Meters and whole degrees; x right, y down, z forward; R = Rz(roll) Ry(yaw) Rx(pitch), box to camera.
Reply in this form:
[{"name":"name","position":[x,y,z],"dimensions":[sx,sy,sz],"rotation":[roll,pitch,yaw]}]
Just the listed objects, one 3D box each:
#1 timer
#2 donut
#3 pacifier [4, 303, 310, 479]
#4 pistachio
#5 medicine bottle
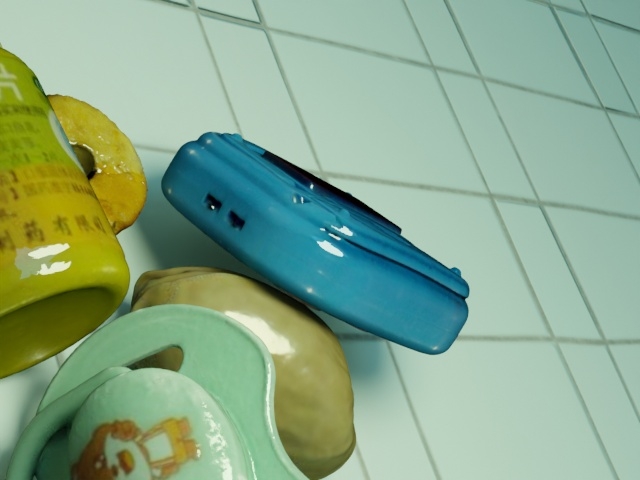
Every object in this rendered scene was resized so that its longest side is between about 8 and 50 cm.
[{"name":"timer","position":[0.000,0.000,1.476],"dimensions":[0.340,0.115,0.309],"rotation":[25,7,-47]},{"name":"donut","position":[-0.273,-0.066,1.404],"dimensions":[0.174,0.074,0.190],"rotation":[35,34,-19]},{"name":"pacifier","position":[-0.129,0.241,1.201],"dimensions":[0.269,0.288,0.343],"rotation":[59,10,-60]},{"name":"pistachio","position":[-0.074,0.137,1.369],"dimensions":[0.293,0.181,0.162],"rotation":[40,0,-19]},{"name":"medicine bottle","position":[-0.346,-0.076,1.204],"dimensions":[0.224,0.224,0.384],"rotation":[-9,65,-50]}]
